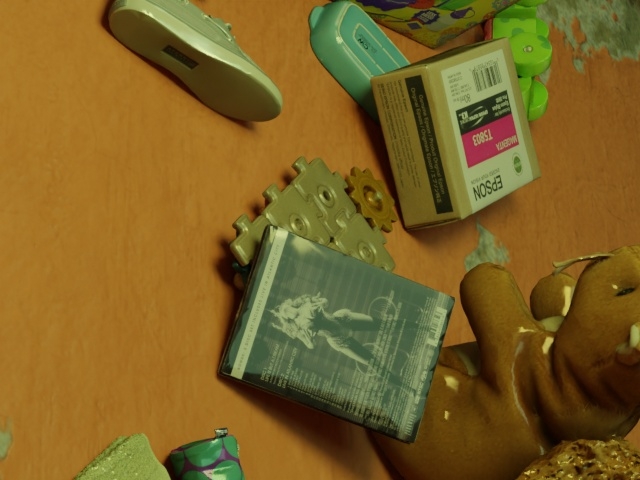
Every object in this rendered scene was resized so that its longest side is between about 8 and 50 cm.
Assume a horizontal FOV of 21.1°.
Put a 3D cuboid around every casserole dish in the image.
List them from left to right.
[{"bbox_3d":[0.060,-0.222,2.128,0.188,0.037,0.114,46,39,-21],"label":"casserole dish"}]

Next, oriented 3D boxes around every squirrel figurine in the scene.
[{"bbox_3d":[0.269,0.200,1.826,0.281,0.370,0.397,24,51,-41],"label":"squirrel figurine"}]

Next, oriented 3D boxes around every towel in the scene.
[{"bbox_3d":[-0.179,0.244,1.541,0.110,0.027,0.148,58,36,-5],"label":"towel"}]

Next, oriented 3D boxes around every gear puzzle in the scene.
[{"bbox_3d":[0.000,0.000,1.912,0.175,0.044,0.339,54,34,-9],"label":"gear puzzle"}]

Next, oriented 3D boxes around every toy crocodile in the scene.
[{"bbox_3d":[0.265,-0.276,2.366,0.115,0.105,0.340,87,8,-50],"label":"toy crocodile"}]

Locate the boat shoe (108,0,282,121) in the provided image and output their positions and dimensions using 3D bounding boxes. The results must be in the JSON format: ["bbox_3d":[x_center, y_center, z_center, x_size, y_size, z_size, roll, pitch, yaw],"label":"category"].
[{"bbox_3d":[-0.126,-0.213,1.854,0.227,0.079,0.081,33,49,-30],"label":"boat shoe"}]

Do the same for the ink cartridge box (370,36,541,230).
[{"bbox_3d":[0.172,-0.137,2.129,0.234,0.088,0.193,-27,104,-55],"label":"ink cartridge box"}]

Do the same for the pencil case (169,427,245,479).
[{"bbox_3d":[-0.087,0.256,1.614,0.070,0.064,0.152,-14,78,-29],"label":"pencil case"}]

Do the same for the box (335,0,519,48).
[{"bbox_3d":[0.099,-0.441,2.195,0.290,0.177,0.279,19,54,-44],"label":"box"}]

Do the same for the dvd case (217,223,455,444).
[{"bbox_3d":[0.020,0.098,1.773,0.221,0.018,0.164,22,74,-16],"label":"dvd case"}]
